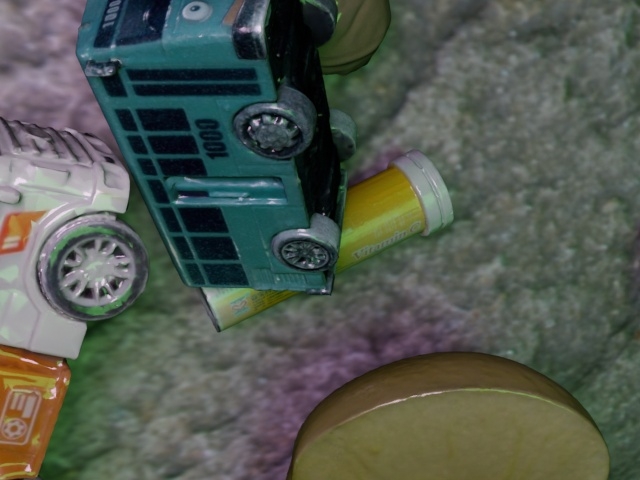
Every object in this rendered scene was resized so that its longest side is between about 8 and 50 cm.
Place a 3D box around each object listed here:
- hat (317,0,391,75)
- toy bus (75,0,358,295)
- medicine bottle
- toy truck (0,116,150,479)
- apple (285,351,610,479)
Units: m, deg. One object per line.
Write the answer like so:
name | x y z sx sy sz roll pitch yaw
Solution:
hat | 0.019 -0.224 0.685 0.166 0.144 0.173 21 122 -31
toy bus | -0.060 -0.080 0.627 0.147 0.128 0.256 0 143 11
medicine bottle | 0.000 0.000 0.784 0.218 0.074 0.074 -26 117 -12
toy truck | -0.272 0.098 0.632 0.207 0.173 0.388 16 101 -30
apple | 0.096 0.242 0.815 0.257 0.233 0.295 5 84 -6
